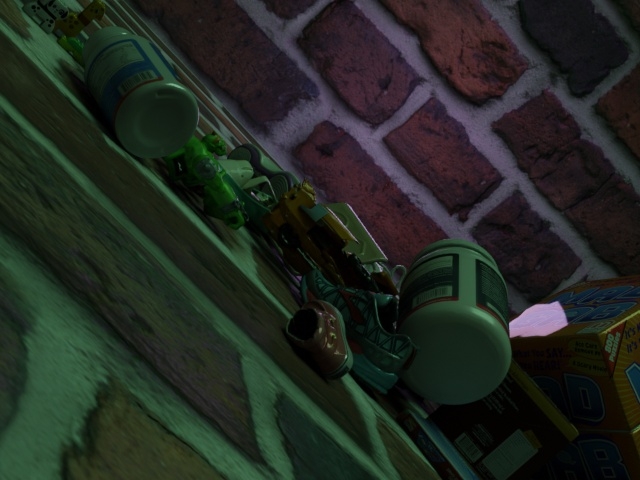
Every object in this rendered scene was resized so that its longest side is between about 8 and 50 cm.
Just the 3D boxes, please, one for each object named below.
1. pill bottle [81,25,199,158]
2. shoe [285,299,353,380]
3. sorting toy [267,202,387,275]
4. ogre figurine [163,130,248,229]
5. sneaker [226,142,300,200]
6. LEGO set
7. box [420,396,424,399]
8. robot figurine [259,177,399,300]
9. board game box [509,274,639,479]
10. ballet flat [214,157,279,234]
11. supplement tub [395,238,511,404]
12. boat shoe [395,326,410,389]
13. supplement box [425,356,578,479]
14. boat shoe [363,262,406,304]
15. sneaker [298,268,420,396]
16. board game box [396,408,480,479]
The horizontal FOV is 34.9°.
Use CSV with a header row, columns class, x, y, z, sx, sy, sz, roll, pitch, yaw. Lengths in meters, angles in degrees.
class,x,y,z,sx,sy,sz,roll,pitch,yaw
pill bottle,-0.271,-0.224,1.486,0.124,0.124,0.221,43,7,-45
shoe,-0.009,0.115,1.405,0.081,0.063,0.178,51,7,-28
sorting toy,0.000,0.000,1.947,0.208,0.038,0.193,-6,38,-24
ogre figurine,-0.179,-0.103,1.552,0.197,0.097,0.118,-105,175,-46
sneaker,-0.083,-0.093,2.141,0.152,0.114,0.305,41,8,-45
LEGO set,-0.376,-0.341,1.689,0.227,0.093,0.087,45,5,-30
box,0.156,0.241,2.113,0.164,0.021,0.201,47,4,-5
robot figurine,0.024,0.039,1.761,0.291,0.085,0.211,49,-24,-1
board game box,0.566,0.289,1.962,0.356,0.357,0.356,-13,-82,57
ballet flat,-0.142,-0.097,1.817,0.247,0.087,0.083,41,8,-50
supplement tub,0.225,0.132,1.737,0.191,0.191,0.272,46,24,-15
boat shoe,0.163,0.231,1.894,0.335,0.096,0.112,22,59,-58
supplement box,0.316,0.326,1.784,0.191,0.194,0.129,49,5,15
boat shoe,0.104,0.095,2.113,0.156,0.135,0.367,31,-4,8
sneaker,0.068,0.125,1.637,0.262,0.125,0.104,51,6,36
board game box,0.231,0.383,1.572,0.281,0.027,0.145,50,7,31
